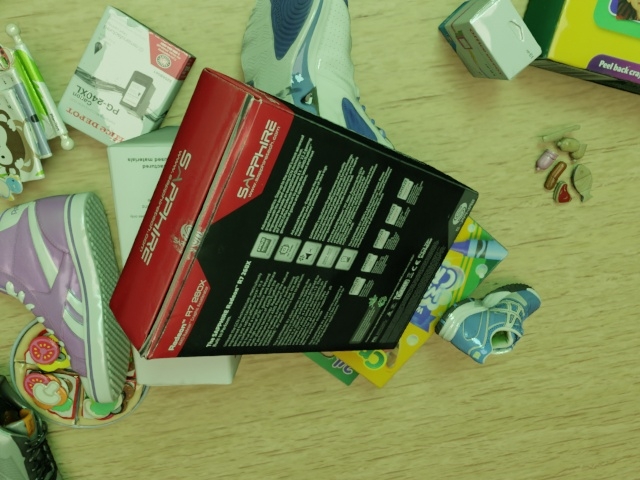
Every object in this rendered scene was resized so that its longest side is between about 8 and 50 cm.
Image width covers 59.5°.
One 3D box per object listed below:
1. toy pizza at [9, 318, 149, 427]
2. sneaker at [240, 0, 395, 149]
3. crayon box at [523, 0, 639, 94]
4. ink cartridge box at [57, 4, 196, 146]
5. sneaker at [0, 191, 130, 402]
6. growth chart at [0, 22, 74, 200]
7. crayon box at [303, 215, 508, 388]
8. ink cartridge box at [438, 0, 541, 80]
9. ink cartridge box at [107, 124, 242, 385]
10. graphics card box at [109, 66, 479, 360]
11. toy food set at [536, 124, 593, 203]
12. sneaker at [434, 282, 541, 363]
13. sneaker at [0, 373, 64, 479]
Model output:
[{"bbox_3d":[-0.351,0.193,0.819,0.201,0.032,0.201,-2,108,-6],"label":"toy pizza"},{"bbox_3d":[0.003,-0.167,0.706,0.182,0.127,0.316,12,80,-49],"label":"sneaker"},{"bbox_3d":[0.472,-0.345,0.711,0.362,0.106,0.313,11,105,-10],"label":"crayon box"},{"bbox_3d":[-0.240,-0.191,0.695,0.109,0.063,0.150,29,102,-14],"label":"ink cartridge box"},{"bbox_3d":[-0.352,0.085,0.749,0.161,0.102,0.282,-9,92,0],"label":"sneaker"},{"bbox_3d":[-0.409,-0.132,0.685,0.237,0.021,0.172,-20,106,19],"label":"growth chart"},{"bbox_3d":[0.079,0.065,0.804,0.203,0.083,0.323,38,100,-16],"label":"crayon box"},{"bbox_3d":[0.207,-0.251,0.698,0.052,0.122,0.088,-41,107,6],"label":"ink cartridge box"},{"bbox_3d":[-0.152,0.008,0.688,0.117,0.201,0.278,0,108,3],"label":"ink cartridge box"},{"bbox_3d":[0.000,0.000,0.580,0.371,0.094,0.233,10,110,-47],"label":"graphics card box"},{"bbox_3d":[0.353,-0.106,0.818,0.078,0.019,0.122,-19,116,0],"label":"toy food set"},{"bbox_3d":[0.257,0.121,0.807,0.211,0.081,0.080,-14,137,-36],"label":"sneaker"},{"bbox_3d":[-0.434,0.309,0.804,0.108,0.100,0.272,-24,108,9],"label":"sneaker"}]
